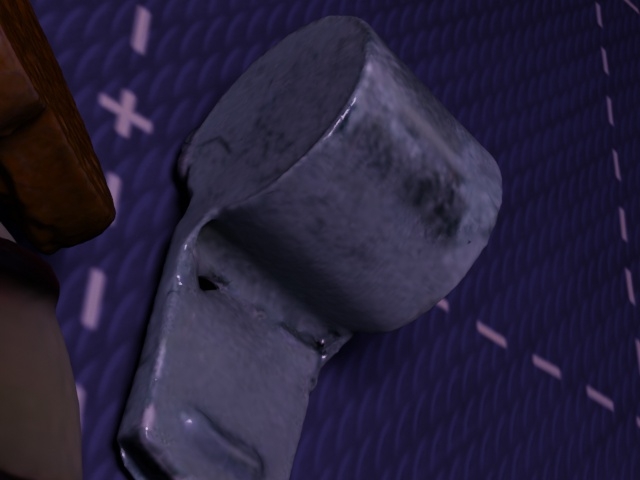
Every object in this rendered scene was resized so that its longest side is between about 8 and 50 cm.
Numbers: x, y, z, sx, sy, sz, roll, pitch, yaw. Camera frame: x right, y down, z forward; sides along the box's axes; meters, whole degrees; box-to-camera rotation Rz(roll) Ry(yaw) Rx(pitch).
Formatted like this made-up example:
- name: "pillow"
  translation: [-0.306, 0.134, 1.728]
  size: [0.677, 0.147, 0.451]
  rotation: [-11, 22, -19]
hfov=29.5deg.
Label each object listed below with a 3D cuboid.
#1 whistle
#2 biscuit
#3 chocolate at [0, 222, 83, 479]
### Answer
- name: "whistle"
  translation: [-0.024, 0.010, 0.905]
  size: [0.168, 0.188, 0.405]
  rotation: [42, 74, -30]
- name: "biscuit"
  translation: [-0.217, -0.155, 0.657]
  size: [0.350, 0.070, 0.394]
  rotation: [-122, -171, -55]
- name: "chocolate"
  translation: [-0.206, 0.073, 0.449]
  size: [0.283, 0.186, 0.284]
  rotation: [32, 51, -50]
